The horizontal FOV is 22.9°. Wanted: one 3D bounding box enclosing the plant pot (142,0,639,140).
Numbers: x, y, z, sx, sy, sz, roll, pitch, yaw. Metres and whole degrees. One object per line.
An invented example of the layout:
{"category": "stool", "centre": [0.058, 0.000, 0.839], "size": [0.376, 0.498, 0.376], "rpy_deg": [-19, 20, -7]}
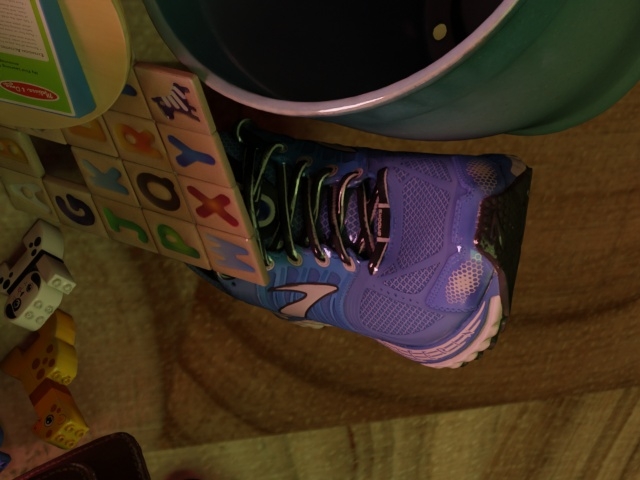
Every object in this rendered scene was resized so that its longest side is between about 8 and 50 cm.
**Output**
{"category": "plant pot", "centre": [0.074, -0.175, 0.895], "size": [0.272, 0.271, 0.255], "rpy_deg": [-52, 149, 13]}

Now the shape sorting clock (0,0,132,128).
{"category": "shape sorting clock", "centre": [-0.189, -0.133, 0.811], "size": [0.040, 0.206, 0.206], "rpy_deg": [-61, 148, -36]}

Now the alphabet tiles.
{"category": "alphabet tiles", "centre": [-0.137, -0.079, 0.879], "size": [0.009, 0.198, 0.237], "rpy_deg": [-53, 144, -31]}

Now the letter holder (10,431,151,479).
{"category": "letter holder", "centre": [-0.250, 0.249, 1.000], "size": [0.301, 0.214, 0.152], "rpy_deg": [-33, 145, 16]}

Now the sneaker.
{"category": "sneaker", "centre": [0.000, 0.000, 0.949], "size": [0.147, 0.330, 0.130], "rpy_deg": [15, 80, -29]}

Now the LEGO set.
{"category": "LEGO set", "centre": [-0.211, 0.110, 1.039], "size": [0.227, 0.093, 0.087], "rpy_deg": [-49, 135, 10]}

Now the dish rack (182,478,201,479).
{"category": "dish rack", "centre": [-0.143, 0.318, 1.261], "size": [0.271, 0.074, 0.208], "rpy_deg": [-38, 134, 1]}
